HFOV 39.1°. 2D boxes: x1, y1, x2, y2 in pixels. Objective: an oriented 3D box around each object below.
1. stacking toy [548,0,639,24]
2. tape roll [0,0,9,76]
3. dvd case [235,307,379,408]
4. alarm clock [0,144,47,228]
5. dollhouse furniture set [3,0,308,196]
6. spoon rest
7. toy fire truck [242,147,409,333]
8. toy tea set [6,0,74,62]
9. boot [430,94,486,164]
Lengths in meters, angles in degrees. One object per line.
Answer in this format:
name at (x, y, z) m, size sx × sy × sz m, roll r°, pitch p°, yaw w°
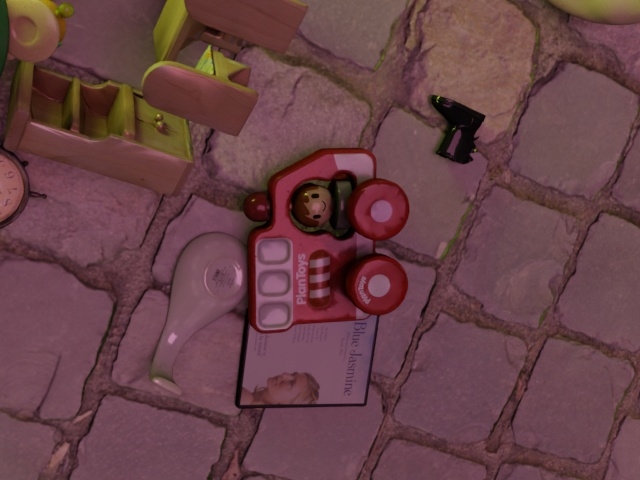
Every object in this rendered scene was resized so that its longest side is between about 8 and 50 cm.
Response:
stacking toy at (0.569, -0.639, 1.555) m, size 0.350 × 0.351 × 0.480 m, roll 50°, pitch 64°, yaw -23°
tape roll at (-0.561, -0.283, 1.135) m, size 0.322 × 0.077 × 0.321 m, roll 3°, pitch 112°, yaw 7°
dvd case at (-0.021, 0.211, 1.605) m, size 0.253 × 0.022 × 0.180 m, roll 3°, pitch 100°, yaw -23°
alarm clock at (-0.513, -0.073, 1.315) m, size 0.192 × 0.064 × 0.129 m, roll -27°, pitch 110°, yaw -18°
dollhouse furniture set at (-0.243, -0.287, 1.235) m, size 0.257 × 0.362 × 0.394 m, roll 16°, pitch 125°, yaw -26°
spoon rest at (-0.205, 0.115, 1.488) m, size 0.137 × 0.084 × 0.276 m, roll 34°, pitch 74°, yaw -26°
toy fire truck at (0.000, 0.000, 1.493) m, size 0.254 × 0.169 × 0.302 m, roll -4°, pitch 102°, yaw -16°
toy tea set at (-0.435, -0.323, 1.213) m, size 0.336 × 0.124 × 0.199 m, roll -14°, pitch 109°, yaw 16°
boot at (0.235, -0.197, 1.614) m, size 0.121 × 0.045 × 0.099 m, roll 20°, pitch 97°, yaw -25°
